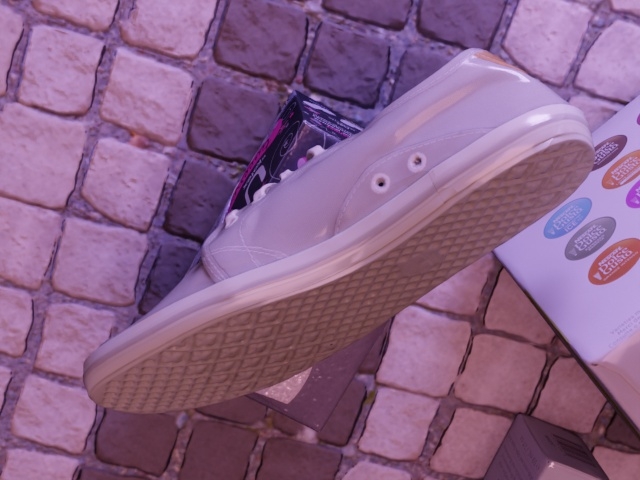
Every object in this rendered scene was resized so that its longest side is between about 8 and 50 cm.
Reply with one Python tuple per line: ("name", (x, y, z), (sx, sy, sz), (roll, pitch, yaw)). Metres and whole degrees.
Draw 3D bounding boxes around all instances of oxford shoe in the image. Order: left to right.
("oxford shoe", (0.000, 0.000, 0.974), (0.449, 0.130, 0.169), (-33, 153, 13))

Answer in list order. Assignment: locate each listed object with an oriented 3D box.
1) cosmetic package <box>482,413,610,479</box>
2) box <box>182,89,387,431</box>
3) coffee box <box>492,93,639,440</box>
("cosmetic package", (0.197, 0.306, 1.237), (0.086, 0.117, 0.231), (24, 102, -12))
("box", (-0.014, 0.016, 1.109), (0.163, 0.142, 0.247), (27, 102, -14))
("coffee box", (0.395, 0.052, 1.061), (0.338, 0.334, 0.338), (-39, 109, 6))
